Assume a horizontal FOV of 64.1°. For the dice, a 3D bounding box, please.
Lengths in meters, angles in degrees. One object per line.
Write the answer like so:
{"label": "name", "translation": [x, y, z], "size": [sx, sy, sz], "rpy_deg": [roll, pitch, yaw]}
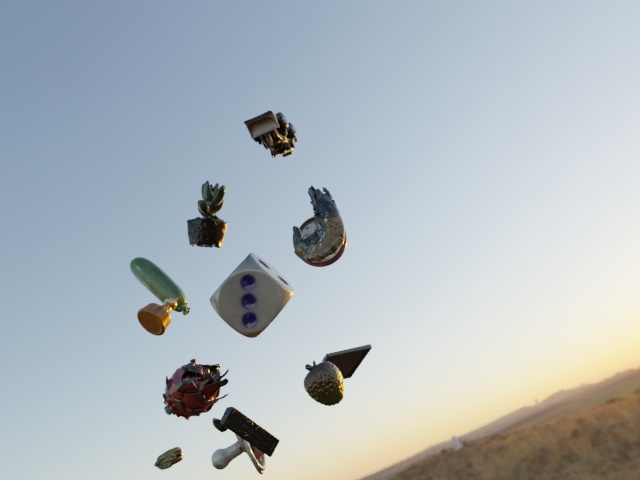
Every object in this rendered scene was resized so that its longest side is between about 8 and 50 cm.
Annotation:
{"label": "dice", "translation": [-0.280, 0.223, 2.099], "size": [0.259, 0.251, 0.243], "rpy_deg": [-48, 6, 2]}

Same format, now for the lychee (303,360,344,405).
{"label": "lychee", "translation": [0.009, 0.404, 1.461], "size": [0.114, 0.146, 0.114], "rpy_deg": [-27, -34, -20]}

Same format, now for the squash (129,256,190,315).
{"label": "squash", "translation": [-0.708, 0.189, 2.243], "size": [0.107, 0.395, 0.107], "rpy_deg": [-42, -24, -24]}

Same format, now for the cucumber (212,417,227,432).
{"label": "cucumber", "translation": [-0.469, 0.848, 2.348], "size": [0.067, 0.035, 0.107], "rpy_deg": [6, -37, 19]}

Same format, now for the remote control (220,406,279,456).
{"label": "remote control", "translation": [-0.213, 0.589, 1.568], "size": [0.025, 0.063, 0.245], "rpy_deg": [-2, -42, 43]}

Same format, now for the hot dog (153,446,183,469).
{"label": "hot dog", "translation": [-0.527, 0.757, 1.767], "size": [0.133, 0.056, 0.041], "rpy_deg": [-30, -14, 21]}

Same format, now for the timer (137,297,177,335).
{"label": "timer", "translation": [-0.627, 0.280, 2.028], "size": [0.132, 0.132, 0.152], "rpy_deg": [-48, 2, 42]}

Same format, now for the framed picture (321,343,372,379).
{"label": "framed picture", "translation": [0.074, 0.491, 1.993], "size": [0.192, 0.018, 0.265], "rpy_deg": [-6, -37, -25]}

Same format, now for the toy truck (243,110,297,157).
{"label": "toy truck", "translation": [-0.162, -0.366, 1.794], "size": [0.136, 0.111, 0.286], "rpy_deg": [-20, -8, 13]}

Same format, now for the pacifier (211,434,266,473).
{"label": "pacifier", "translation": [-0.373, 0.982, 2.436], "size": [0.273, 0.332, 0.220], "rpy_deg": [-15, 23, 24]}

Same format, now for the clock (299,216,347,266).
{"label": "clock", "translation": [0.000, 0.001, 2.316], "size": [0.244, 0.245, 0.056], "rpy_deg": [-25, -20, 5]}

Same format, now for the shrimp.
{"label": "shrimp", "translation": [-0.029, -0.066, 1.996], "size": [0.233, 0.365, 0.071], "rpy_deg": [-33, -41, 12]}

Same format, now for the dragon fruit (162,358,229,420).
{"label": "dragon fruit", "translation": [-0.441, 0.521, 1.816], "size": [0.274, 0.192, 0.193], "rpy_deg": [-36, 2, -2]}

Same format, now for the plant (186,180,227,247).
{"label": "plant", "translation": [-0.459, -0.104, 2.082], "size": [0.146, 0.275, 0.149], "rpy_deg": [9, 0, 23]}
